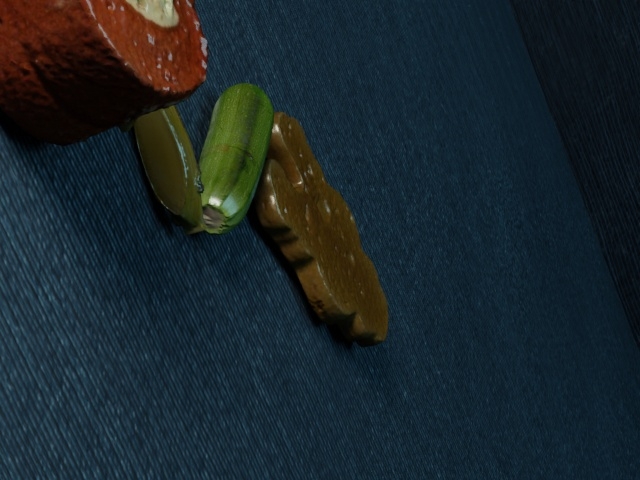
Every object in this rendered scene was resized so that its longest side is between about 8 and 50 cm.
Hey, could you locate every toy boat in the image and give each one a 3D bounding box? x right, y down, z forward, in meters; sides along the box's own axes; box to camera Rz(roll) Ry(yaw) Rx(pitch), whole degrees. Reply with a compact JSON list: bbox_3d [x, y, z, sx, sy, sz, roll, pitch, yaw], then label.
[{"bbox_3d":[-0.137,-0.078,1.747,0.049,0.047,0.149,-20,92,-72],"label":"toy boat"}]

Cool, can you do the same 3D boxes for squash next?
[{"bbox_3d":[-0.087,-0.082,1.876,0.229,0.066,0.066,-76,145,-54],"label":"squash"}]

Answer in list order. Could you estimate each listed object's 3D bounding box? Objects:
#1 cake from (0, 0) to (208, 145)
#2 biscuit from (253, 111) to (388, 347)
[{"bbox_3d":[-0.211,-0.217,1.509,0.177,0.151,0.283,-25,98,-59],"label":"cake"},{"bbox_3d":[-0.003,0.001,2.081,0.295,0.044,0.186,60,26,-32],"label":"biscuit"}]
